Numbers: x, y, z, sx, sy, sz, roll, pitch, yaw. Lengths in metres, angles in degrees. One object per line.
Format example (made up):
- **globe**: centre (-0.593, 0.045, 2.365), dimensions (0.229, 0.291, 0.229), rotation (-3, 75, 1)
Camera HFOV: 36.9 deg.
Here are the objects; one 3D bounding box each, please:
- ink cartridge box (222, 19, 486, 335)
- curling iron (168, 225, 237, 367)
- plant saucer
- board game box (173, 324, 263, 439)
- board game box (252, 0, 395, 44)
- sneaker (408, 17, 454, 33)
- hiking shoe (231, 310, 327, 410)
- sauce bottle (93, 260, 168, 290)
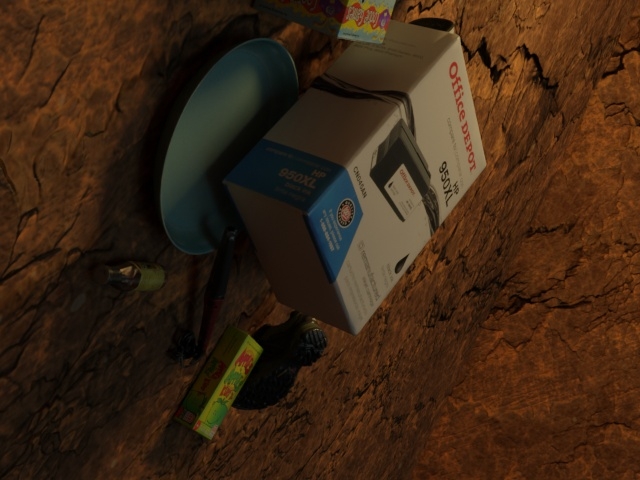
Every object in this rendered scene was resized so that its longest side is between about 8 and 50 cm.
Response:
- **ink cartridge box**: centre (0.070, -0.103, 1.462), dimensions (0.395, 0.166, 0.285), rotation (-50, 142, -25)
- **curling iron**: centre (-0.167, 0.092, 1.439), dimensions (0.068, 0.035, 0.274), rotation (-30, 151, -52)
- **plant saucer**: centre (-0.134, -0.134, 1.336), dimensions (0.317, 0.044, 0.317), rotation (-47, 152, -35)
- **board game box**: centre (-0.171, 0.242, 1.633), dimensions (0.181, 0.043, 0.092), rotation (-59, 157, -14)
- **board game box**: centre (0.036, -0.420, 1.286), dimensions (0.142, 0.144, 0.275), rotation (-15, 125, -61)
- **sneaker**: centre (0.153, -0.276, 1.732), dimensions (0.295, 0.124, 0.178), rotation (-42, 138, -46)
- **hiking shoe**: centre (-0.084, 0.211, 1.727), dimensions (0.227, 0.114, 0.086), rotation (-42, 129, 14)
- **sauce bottle**: centre (-0.250, 0.047, 1.263), dimensions (0.042, 0.042, 0.128), rotation (-67, 159, 5)
